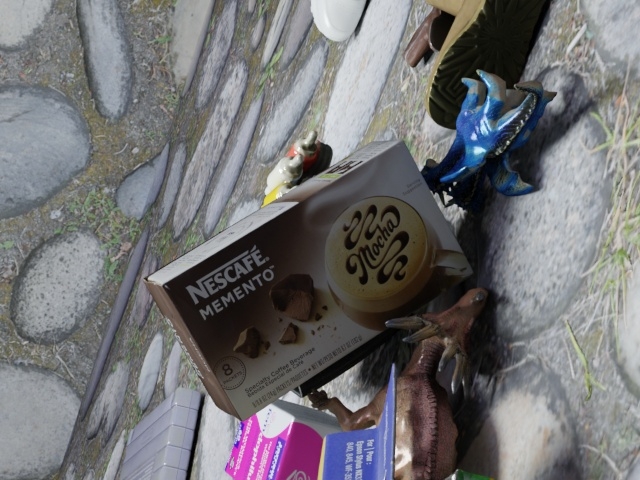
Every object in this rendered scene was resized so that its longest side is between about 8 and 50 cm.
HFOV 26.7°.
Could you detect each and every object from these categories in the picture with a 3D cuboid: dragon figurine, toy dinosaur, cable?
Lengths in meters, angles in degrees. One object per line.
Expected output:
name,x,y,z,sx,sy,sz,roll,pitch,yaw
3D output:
dragon figurine,0.174,-0.092,1.372,0.289,0.085,0.144,-165,89,-78
toy dinosaur,0.096,0.185,1.323,0.200,0.127,0.296,-49,34,40
cable,-0.074,-0.049,1.791,0.287,0.072,0.139,-38,25,48

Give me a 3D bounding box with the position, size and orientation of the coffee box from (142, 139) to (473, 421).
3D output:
coffee box,-0.014,0.038,1.426,0.297,0.168,0.119,-31,10,-14

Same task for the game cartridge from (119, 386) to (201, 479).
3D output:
game cartridge,-0.307,0.425,2.493,0.355,0.068,0.230,138,141,-60

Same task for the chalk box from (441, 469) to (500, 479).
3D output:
chalk box,0.131,0.311,1.064,0.132,0.132,0.213,133,148,-55

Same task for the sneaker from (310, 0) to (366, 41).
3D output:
sneaker,0.052,-0.426,2.098,0.095,0.090,0.235,4,80,63

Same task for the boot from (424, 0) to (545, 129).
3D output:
boot,0.170,-0.264,1.570,0.236,0.089,0.269,-59,20,11

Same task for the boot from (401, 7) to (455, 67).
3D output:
boot,0.135,-0.251,1.735,0.114,0.037,0.106,-48,17,50

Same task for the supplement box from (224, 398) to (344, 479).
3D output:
supplement box,-0.028,0.264,1.652,0.220,0.114,0.111,-175,102,-71

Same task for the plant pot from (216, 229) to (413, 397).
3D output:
plant pot,0.000,0.056,1.593,0.188,0.167,0.187,-168,59,-73

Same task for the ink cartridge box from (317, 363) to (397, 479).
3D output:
ink cartridge box,0.016,0.308,1.138,0.304,0.072,0.307,-82,-4,-63
